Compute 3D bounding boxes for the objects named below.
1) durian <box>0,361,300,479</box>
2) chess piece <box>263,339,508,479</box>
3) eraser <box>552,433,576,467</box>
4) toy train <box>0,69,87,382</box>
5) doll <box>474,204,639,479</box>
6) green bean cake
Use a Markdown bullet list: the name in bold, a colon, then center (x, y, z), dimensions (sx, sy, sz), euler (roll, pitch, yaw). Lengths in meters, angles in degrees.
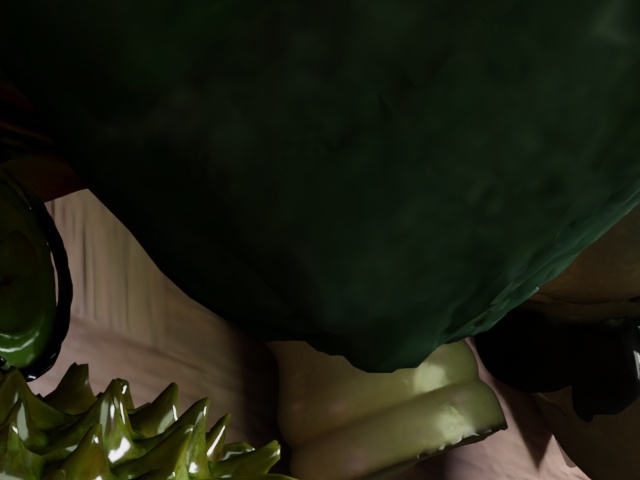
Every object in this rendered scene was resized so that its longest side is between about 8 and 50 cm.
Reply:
- **durian**: center (-0.065, 0.128, 0.368), dimensions (0.176, 0.200, 0.237), euler (37, -2, 24)
- **chess piece**: center (0.000, 0.000, 0.696), dimensions (0.090, 0.090, 0.200), euler (-3, 70, -63)
- **eraser**: center (0.147, 0.006, 0.909), dimensions (0.068, 0.124, 0.210), euler (-91, 156, -68)
- **toy train**: center (-0.161, -0.043, 0.375), dimensions (0.296, 0.100, 0.160), euler (22, 54, -59)
- **doll**: center (0.160, -0.011, 0.732), dimensions (0.349, 0.247, 0.247), euler (64, 29, -24)
- **green bean cake**: center (-0.023, -0.115, 0.466), dimensions (0.308, 0.169, 0.300), euler (51, 7, 6)
